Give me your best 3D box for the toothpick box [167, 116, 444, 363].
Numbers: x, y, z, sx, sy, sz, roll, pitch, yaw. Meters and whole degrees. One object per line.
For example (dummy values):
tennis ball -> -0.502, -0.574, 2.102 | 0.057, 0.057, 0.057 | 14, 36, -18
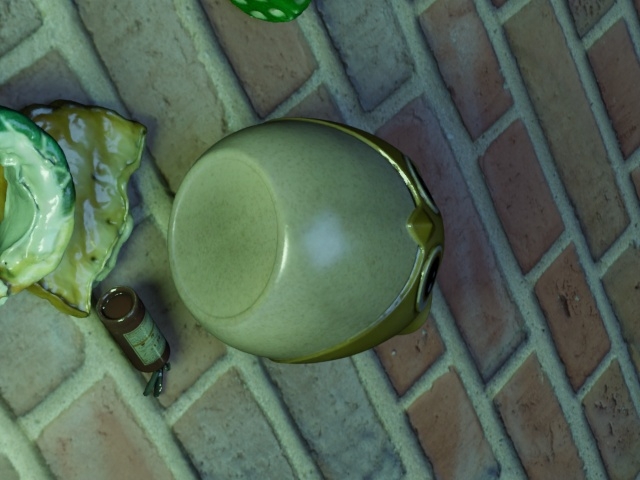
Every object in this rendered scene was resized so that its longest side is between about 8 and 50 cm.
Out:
toothpick box -> 0.000, 0.000, 2.142 | 0.425, 0.408, 0.409 | 2, 92, -46

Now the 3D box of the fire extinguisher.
fire extinguisher -> -0.297, 0.173, 2.088 | 0.231, 0.071, 0.099 | 70, 30, -51

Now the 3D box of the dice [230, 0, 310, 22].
dice -> -0.081, -0.455, 2.219 | 0.120, 0.128, 0.131 | 34, 71, -39

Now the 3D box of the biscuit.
biscuit -> -0.386, -0.069, 2.016 | 0.335, 0.078, 0.329 | -42, 117, -32

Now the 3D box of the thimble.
thimble -> -0.482, -0.054, 1.788 | 0.254, 0.167, 0.288 | -14, 106, -31
